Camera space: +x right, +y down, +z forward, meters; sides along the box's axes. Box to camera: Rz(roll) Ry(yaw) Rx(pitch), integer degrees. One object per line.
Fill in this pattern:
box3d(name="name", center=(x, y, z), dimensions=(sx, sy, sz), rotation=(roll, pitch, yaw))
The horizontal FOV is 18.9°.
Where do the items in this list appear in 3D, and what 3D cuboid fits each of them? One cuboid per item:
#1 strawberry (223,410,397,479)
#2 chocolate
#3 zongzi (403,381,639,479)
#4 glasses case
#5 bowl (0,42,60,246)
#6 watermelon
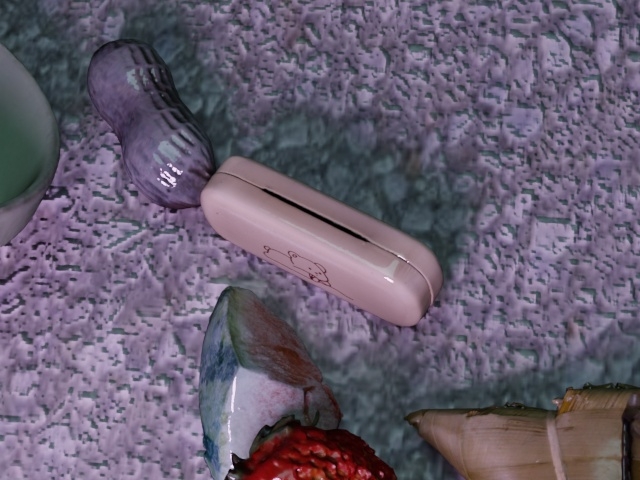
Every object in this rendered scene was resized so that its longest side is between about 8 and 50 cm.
box3d(name="strawberry", center=(0.001, 0.193, 1.340), dimensions=(0.131, 0.131, 0.148), rotation=(-41, 97, -14))
box3d(name="chocolate", center=(-0.134, -0.093, 1.532), dimensions=(0.072, 0.072, 0.167), rotation=(-25, 62, -7))
box3d(name="zongzi", center=(0.147, 0.196, 1.336), dimensions=(0.197, 0.099, 0.194), rotation=(-2, 61, 17))
box3d(name="glasses case", center=(0.000, 0.000, 1.461), dimensions=(0.196, 0.083, 0.050), rotation=(26, 69, 20))
box3d(name="bowl", center=(-0.362, -0.067, 1.455), dimensions=(0.307, 0.163, 0.307), rotation=(20, 35, -15))
box3d(name="watermelon", center=(-0.046, 0.104, 1.432), dimensions=(0.094, 0.081, 0.180), rotation=(-9, 64, -28))
